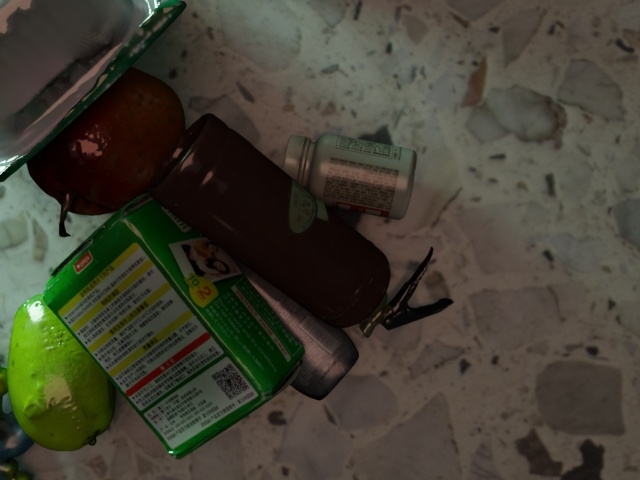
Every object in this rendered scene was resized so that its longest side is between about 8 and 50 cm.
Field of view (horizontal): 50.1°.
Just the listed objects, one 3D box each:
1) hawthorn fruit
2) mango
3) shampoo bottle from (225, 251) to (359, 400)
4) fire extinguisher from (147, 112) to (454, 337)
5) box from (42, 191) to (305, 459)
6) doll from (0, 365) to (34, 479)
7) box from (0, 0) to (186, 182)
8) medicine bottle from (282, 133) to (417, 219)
[{"bbox_3d":[-0.231,-0.089,0.711,0.156,0.157,0.194,19,62,1],"label":"hawthorn fruit"},{"bbox_3d":[-0.291,0.145,0.755,0.119,0.100,0.179,-19,82,4],"label":"mango"},{"bbox_3d":[-0.065,0.078,0.770,0.233,0.049,0.087,41,92,1],"label":"shampoo bottle"},{"bbox_3d":[0.000,0.000,0.711,0.344,0.102,0.138,37,94,-23],"label":"fire extinguisher"},{"bbox_3d":[-0.155,0.090,0.718,0.180,0.103,0.250,-36,94,29],"label":"box"},{"bbox_3d":[-0.487,0.270,0.775,0.341,0.099,0.346,-20,95,-11],"label":"doll"},{"bbox_3d":[-0.318,-0.241,0.671,0.264,0.106,0.337,-42,58,1],"label":"box"},{"bbox_3d":[0.030,-0.073,0.751,0.139,0.079,0.079,11,91,1],"label":"medicine bottle"}]
